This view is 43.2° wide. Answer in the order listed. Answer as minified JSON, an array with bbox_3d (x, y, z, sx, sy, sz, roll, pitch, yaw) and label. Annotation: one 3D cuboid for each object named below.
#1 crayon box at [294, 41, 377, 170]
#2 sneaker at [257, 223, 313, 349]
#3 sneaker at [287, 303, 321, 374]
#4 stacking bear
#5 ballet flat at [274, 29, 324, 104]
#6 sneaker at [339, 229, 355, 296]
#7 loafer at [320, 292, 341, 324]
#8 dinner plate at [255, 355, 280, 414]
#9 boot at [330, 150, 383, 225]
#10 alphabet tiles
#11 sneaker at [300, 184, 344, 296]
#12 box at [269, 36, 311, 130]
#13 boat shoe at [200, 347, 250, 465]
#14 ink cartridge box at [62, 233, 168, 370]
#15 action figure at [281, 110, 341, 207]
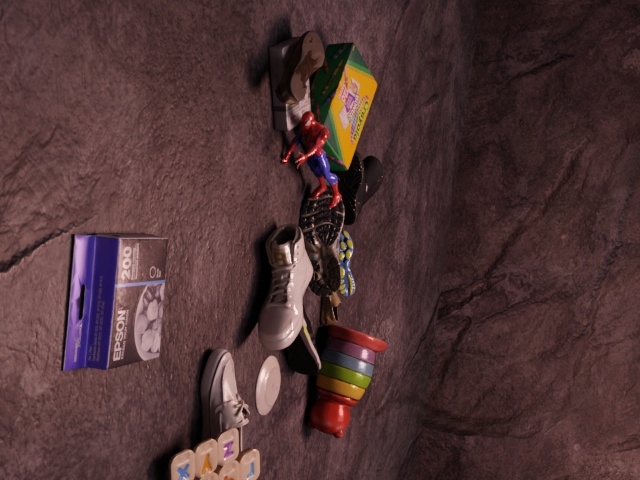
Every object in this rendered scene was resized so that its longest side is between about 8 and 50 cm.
[{"bbox_3d":[0.043,-0.335,2.029,0.165,0.081,0.278,50,52,-50],"label":"crayon box"},{"bbox_3d":[-0.093,0.090,1.810,0.292,0.108,0.169,-77,160,-47],"label":"sneaker"},{"bbox_3d":[-0.039,0.242,2.014,0.235,0.084,0.097,77,26,-43],"label":"sneaker"},{"bbox_3d":[0.056,0.393,2.229,0.164,0.175,0.289,59,49,-77],"label":"stacking bear"},{"bbox_3d":[-0.047,-0.378,1.770,0.084,0.058,0.250,51,38,-32],"label":"ballet flat"},{"bbox_3d":[0.059,0.064,2.289,0.078,0.067,0.188,-158,-119,-76],"label":"sneaker"},{"bbox_3d":[0.033,0.163,2.245,0.056,0.050,0.148,-15,109,-69],"label":"loafer"},{"bbox_3d":[-0.120,0.345,1.921,0.141,0.017,0.141,7,90,-72],"label":"dinner plate"},{"bbox_3d":[0.107,-0.191,2.285,0.207,0.094,0.246,-56,153,-47],"label":"boot"},{"bbox_3d":[-0.221,0.508,1.541,0.284,0.021,0.278,-17,111,-48],"label":"alphabet tiles"},{"bbox_3d":[0.000,0.000,2.075,0.122,0.110,0.283,-172,-95,-87],"label":"sneaker"},{"bbox_3d":[-0.067,-0.358,1.840,0.145,0.038,0.186,-48,140,-58],"label":"box"},{"bbox_3d":[-0.187,0.352,1.622,0.096,0.088,0.268,-3,98,-70],"label":"boat shoe"},{"bbox_3d":[-0.314,0.093,1.264,0.208,0.045,0.206,-1,97,-69],"label":"ink cartridge box"},{"bbox_3d":[-0.031,-0.173,1.888,0.139,0.091,0.280,-42,144,-26],"label":"action figure"}]
